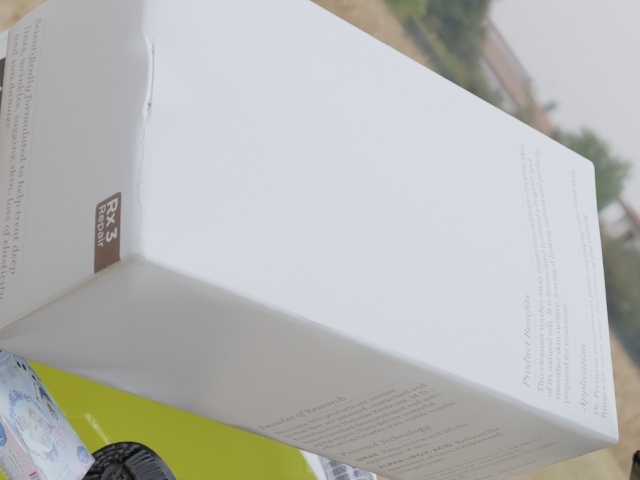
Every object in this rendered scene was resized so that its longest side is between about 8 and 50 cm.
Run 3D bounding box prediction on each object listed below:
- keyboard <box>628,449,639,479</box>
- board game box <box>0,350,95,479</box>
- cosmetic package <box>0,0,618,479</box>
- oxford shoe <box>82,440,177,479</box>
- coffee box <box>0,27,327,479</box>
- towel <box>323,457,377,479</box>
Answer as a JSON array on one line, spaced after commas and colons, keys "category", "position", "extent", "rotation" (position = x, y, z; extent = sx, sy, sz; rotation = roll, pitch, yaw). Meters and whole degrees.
[{"category": "keyboard", "position": [0.252, 0.310, 1.167], "extent": [0.033, 0.317, 0.201], "rotation": [12, -7, -8]}, {"category": "board game box", "position": [-0.172, 0.109, 0.912], "extent": [0.090, 0.020, 0.090], "rotation": [56, 7, -5]}, {"category": "cosmetic package", "position": [0.000, 0.000, 0.945], "extent": [0.385, 0.156, 0.217], "rotation": [25, 53, -35]}, {"category": "oxford shoe", "position": [-0.101, 0.226, 0.965], "extent": [0.096, 0.083, 0.227], "rotation": [74, -7, -51]}, {"category": "coffee box", "position": [-0.225, 0.058, 1.308], "extent": [0.334, 0.338, 0.337], "rotation": [-105, 171, -46]}, {"category": "towel", "position": [-0.053, 0.271, 1.419], "extent": [0.284, 0.235, 0.121], "rotation": [-112, -179, -63]}]
